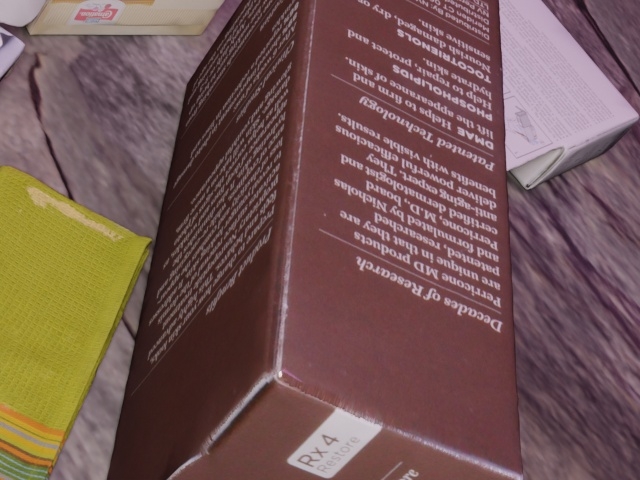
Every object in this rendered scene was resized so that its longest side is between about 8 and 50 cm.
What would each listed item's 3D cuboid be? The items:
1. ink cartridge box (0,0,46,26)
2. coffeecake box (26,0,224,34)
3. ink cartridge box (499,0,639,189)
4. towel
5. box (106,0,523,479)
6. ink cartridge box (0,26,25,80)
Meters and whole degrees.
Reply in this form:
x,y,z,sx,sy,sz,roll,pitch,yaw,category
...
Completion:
x,y,z,sx,sy,sz,roll,pitch,yaw,category
-0.256,-0.228,0.798,0.219,0.092,0.160,43,20,20,ink cartridge box
-0.159,-0.229,0.951,0.142,0.068,0.185,-8,60,-43,coffeecake box
0.094,-0.159,1.096,0.239,0.060,0.275,-23,71,-46,ink cartridge box
-0.164,0.054,0.726,0.102,0.021,0.237,32,40,-12,towel
0.000,0.000,0.773,0.143,0.191,0.381,26,42,-18,box
-0.293,-0.101,0.747,0.206,0.045,0.208,34,41,-9,ink cartridge box
